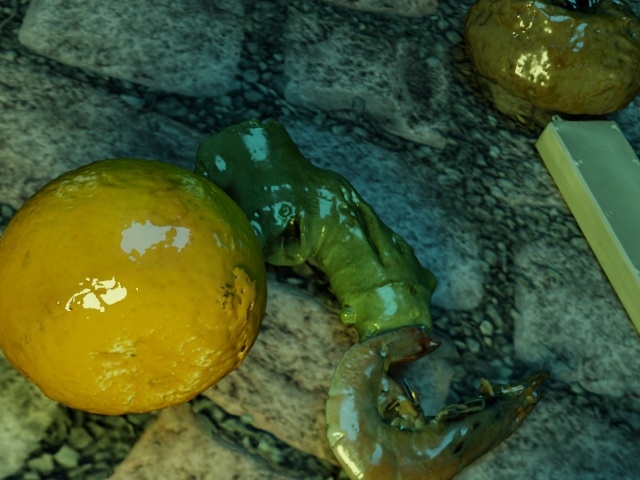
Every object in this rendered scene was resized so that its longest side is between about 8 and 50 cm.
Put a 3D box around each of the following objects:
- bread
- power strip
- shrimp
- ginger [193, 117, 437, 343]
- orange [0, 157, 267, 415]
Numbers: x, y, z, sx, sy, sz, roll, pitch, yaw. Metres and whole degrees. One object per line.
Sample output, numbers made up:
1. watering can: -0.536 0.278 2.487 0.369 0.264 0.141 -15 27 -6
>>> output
1. bread: 0.281 -0.245 1.568 0.230 0.123 0.230 14 36 -10
2. power strip: 0.346 -0.004 1.452 0.106 0.043 0.367 -2 51 -27
3. shrimp: 0.107 0.139 1.180 0.251 0.052 0.143 -17 80 -40
4. ginger: -0.003 -0.003 1.258 0.290 0.089 0.137 41 33 6
5. orange: -0.151 0.036 1.052 0.219 0.219 0.193 14 54 -13
